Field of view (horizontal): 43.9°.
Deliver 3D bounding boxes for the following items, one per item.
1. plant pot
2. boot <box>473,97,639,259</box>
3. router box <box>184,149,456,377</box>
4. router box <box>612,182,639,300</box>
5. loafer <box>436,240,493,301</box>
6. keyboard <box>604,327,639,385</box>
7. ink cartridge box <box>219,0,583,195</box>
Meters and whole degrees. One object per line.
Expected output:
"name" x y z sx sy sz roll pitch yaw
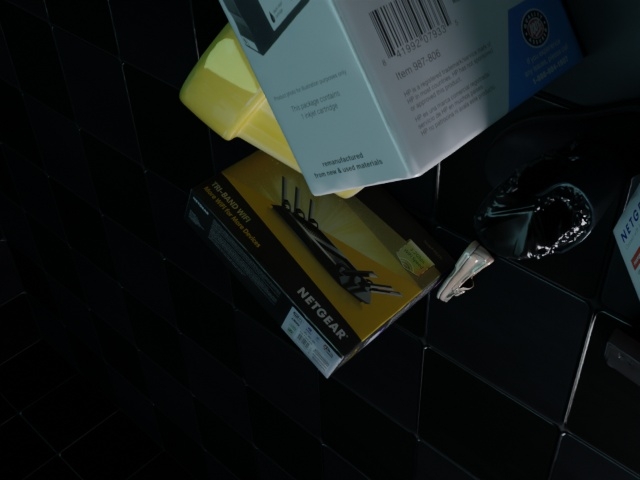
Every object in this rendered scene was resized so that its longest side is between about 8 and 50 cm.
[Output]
"plant pot" -0.002 -0.189 0.977 0.239 0.254 0.254 41 148 -9
"boot" 0.217 -0.059 0.822 0.246 0.207 0.094 -9 111 55
"router box" 0.000 0.000 1.120 0.309 0.243 0.081 46 146 12
"router box" 0.352 0.019 0.582 0.335 0.082 0.301 92 172 -57
"loafer" 0.199 0.052 1.099 0.039 0.045 0.125 38 141 13
"keyboard" 0.451 0.195 0.854 0.317 0.033 0.201 36 174 25
"ink cartridge box" 0.049 -0.285 0.761 0.166 0.285 0.395 -7 113 54
